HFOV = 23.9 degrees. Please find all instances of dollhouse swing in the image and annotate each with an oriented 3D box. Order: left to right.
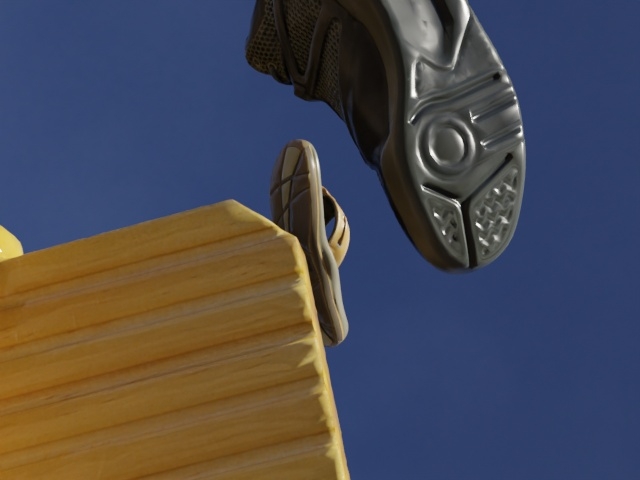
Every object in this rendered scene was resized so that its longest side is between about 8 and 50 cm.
[{"bbox_3d":[-0.188,0.089,0.855,0.305,0.315,0.347,-22,-123,18],"label":"dollhouse swing"}]

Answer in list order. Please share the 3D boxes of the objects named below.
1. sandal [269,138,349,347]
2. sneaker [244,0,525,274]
[{"bbox_3d":[0.000,0.000,1.255,0.072,0.049,0.180,14,-60,57],"label":"sandal"},{"bbox_3d":[0.032,-0.085,0.830,0.130,0.087,0.228,-27,-94,62],"label":"sneaker"}]
